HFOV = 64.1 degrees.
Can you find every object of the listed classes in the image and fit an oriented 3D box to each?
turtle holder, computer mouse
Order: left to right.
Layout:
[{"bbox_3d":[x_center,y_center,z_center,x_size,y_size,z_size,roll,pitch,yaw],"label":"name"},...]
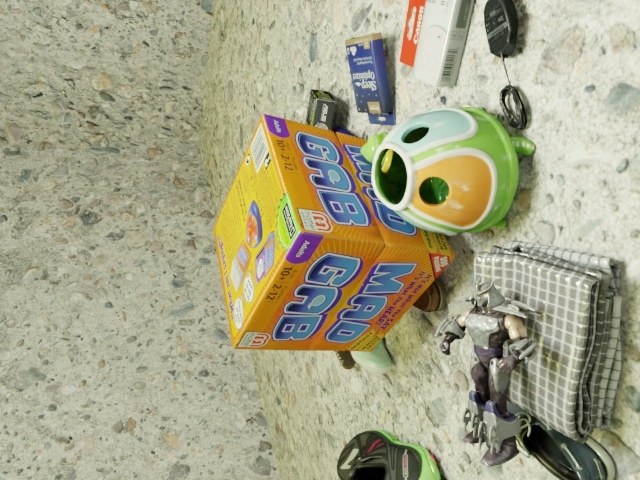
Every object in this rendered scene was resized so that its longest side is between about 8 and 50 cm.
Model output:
[{"bbox_3d":[0.215,-0.153,0.980,0.243,0.227,0.320,111,144,-49],"label":"turtle holder"},{"bbox_3d":[0.337,-0.316,0.901,0.071,0.041,0.242,-171,68,-75],"label":"computer mouse"}]

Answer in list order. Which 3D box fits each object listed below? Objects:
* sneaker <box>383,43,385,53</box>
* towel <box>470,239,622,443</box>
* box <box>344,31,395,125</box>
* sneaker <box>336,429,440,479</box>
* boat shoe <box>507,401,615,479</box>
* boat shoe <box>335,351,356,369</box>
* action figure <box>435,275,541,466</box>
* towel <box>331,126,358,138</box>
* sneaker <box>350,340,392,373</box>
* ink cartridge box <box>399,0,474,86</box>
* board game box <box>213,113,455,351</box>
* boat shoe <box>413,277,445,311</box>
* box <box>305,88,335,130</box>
[{"bbox_3d":[0.134,-0.464,1.322,0.098,0.038,0.069,-168,73,-66],"label":"sneaker"},{"bbox_3d":[0.365,0.151,0.853,0.235,0.121,0.284,-158,63,-63],"label":"towel"},{"bbox_3d":[0.127,-0.403,1.302,0.136,0.036,0.225,29,137,61],"label":"box"},{"bbox_3d":[0.140,0.639,1.418,0.483,0.202,0.185,137,124,-62],"label":"sneaker"},{"bbox_3d":[0.387,0.348,0.911,0.254,0.079,0.095,-139,47,-58],"label":"boat shoe"},{"bbox_3d":[0.076,0.338,1.677,0.072,0.068,0.190,96,167,-56],"label":"boat shoe"},{"bbox_3d":[0.271,0.198,0.825,0.185,0.099,0.285,-175,81,-70],"label":"action figure"},{"bbox_3d":[0.096,-0.179,1.464,0.308,0.076,0.228,-130,46,-53],"label":"towel"},{"bbox_3d":[0.133,0.252,1.465,0.256,0.094,0.151,53,140,48],"label":"sneaker"},{"bbox_3d":[0.224,-0.452,1.097,0.232,0.066,0.189,46,138,49],"label":"ink cartridge box"},{"bbox_3d":[0.000,0.000,1.147,0.356,0.356,0.357,-58,37,37],"label":"board game box"},{"bbox_3d":[0.186,0.097,1.277,0.307,0.104,0.111,-142,50,-59],"label":"boat shoe"},{"bbox_3d":[-0.016,-0.315,1.578,0.216,0.060,0.270,-105,23,-66],"label":"box"}]
